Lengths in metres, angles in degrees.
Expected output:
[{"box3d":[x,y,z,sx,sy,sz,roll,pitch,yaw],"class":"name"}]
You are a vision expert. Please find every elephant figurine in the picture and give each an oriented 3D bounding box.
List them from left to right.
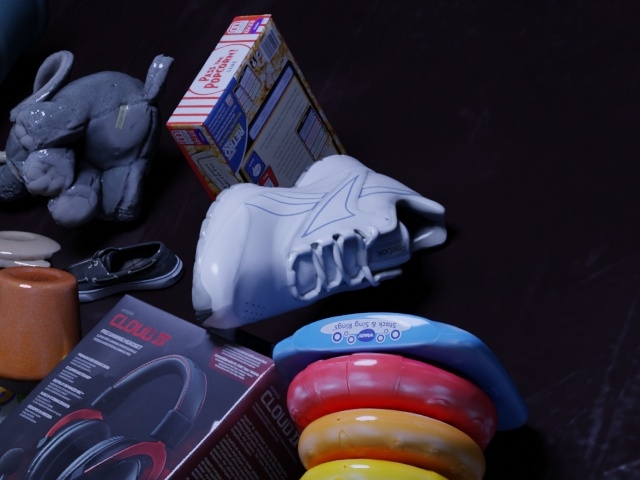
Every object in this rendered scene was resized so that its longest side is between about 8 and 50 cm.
[{"box3d":[-0.265,-0.111,1.924,0.186,0.169,0.239,-9,15,-20],"class":"elephant figurine"}]

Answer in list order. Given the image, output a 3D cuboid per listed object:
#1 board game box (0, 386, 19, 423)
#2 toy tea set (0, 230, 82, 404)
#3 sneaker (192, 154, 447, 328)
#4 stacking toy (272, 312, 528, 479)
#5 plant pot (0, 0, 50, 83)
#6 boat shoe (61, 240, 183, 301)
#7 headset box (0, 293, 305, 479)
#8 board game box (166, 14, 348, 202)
[{"box3d":[-0.348,0.178,1.735,0.259,0.039,0.124,-36,38,-12],"class":"board game box"},{"box3d":[-0.331,0.067,1.739,0.200,0.124,0.336,2,13,-15],"class":"toy tea set"},{"box3d":[0.000,0.000,1.583,0.129,0.111,0.297,14,28,31],"class":"sneaker"},{"box3d":[0.041,0.218,1.366,0.175,0.166,0.302,-4,59,25],"class":"stacking toy"},{"box3d":[-0.519,-0.184,2.039,0.341,0.341,0.334,0,54,33],"class":"plant pot"},{"box3d":[-0.200,0.025,1.803,0.142,0.040,0.049,-9,42,25],"class":"boat shoe"},{"box3d":[-0.153,0.183,1.536,0.293,0.110,0.218,-46,39,-20],"class":"headset box"},{"box3d":[-0.051,-0.087,1.708,0.045,0.193,0.147,1,47,35],"class":"board game box"}]
